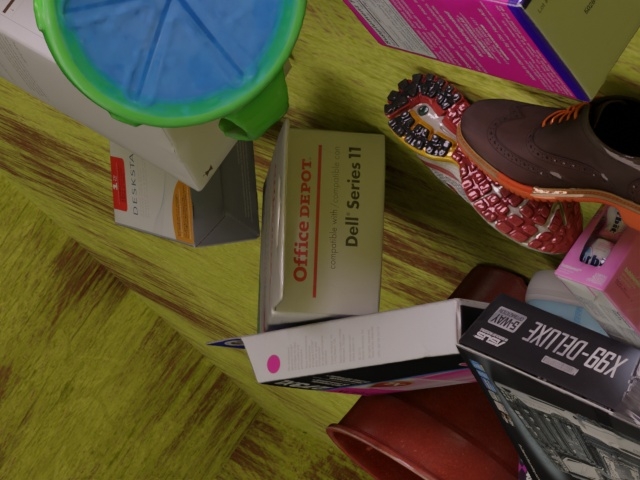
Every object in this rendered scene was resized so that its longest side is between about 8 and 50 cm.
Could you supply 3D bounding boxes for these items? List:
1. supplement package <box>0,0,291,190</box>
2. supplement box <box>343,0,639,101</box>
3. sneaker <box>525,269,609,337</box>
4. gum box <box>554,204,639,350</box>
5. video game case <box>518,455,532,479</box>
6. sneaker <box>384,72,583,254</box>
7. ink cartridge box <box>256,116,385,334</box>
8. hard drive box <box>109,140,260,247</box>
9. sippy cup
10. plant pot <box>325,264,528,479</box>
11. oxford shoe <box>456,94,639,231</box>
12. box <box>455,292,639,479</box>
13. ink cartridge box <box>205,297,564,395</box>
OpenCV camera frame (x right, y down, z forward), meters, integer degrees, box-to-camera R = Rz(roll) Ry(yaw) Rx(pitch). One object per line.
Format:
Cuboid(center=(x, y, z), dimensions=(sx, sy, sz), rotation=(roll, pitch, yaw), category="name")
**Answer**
Cuboid(center=(-0.206, -0.215, 1.873), dimensions=(0.293, 0.175, 0.177), rotation=(30, 166, 21), category="supplement package")
Cuboid(center=(0.113, -0.190, 1.267), dimensions=(0.220, 0.111, 0.114), rotation=(23, 164, 46), category="supplement box")
Cuboid(center=(0.349, 0.163, 1.889), dimensions=(0.366, 0.150, 0.135), rotation=(31, 166, 20), category="sneaker")
Cuboid(center=(0.299, 0.040, 1.651), dimensions=(0.062, 0.107, 0.188), rotation=(21, 161, 49), category="gum box")
Cuboid(center=(0.283, 0.244, 2.015), dimensions=(0.042, 0.232, 0.210), rotation=(3, -175, 36), category="video game case")
Cuboid(center=(0.160, -0.067, 1.683), dimensions=(0.225, 0.088, 0.093), rotation=(46, -179, 28), category="sneaker")
Cuboid(center=(0.000, 0.000, 2.019), dimensions=(0.119, 0.207, 0.353), rotation=(3, 170, -5), category="ink cartridge box")
Cuboid(center=(-0.169, -0.097, 2.204), dimensions=(0.089, 0.181, 0.232), rotation=(-9, -170, -28), category="hard drive box")
Cuboid(center=(-0.156, -0.231, 1.621), dimensions=(0.240, 0.305, 0.224), rotation=(-7, -164, -19), category="sippy cup")
Cuboid(center=(0.192, 0.191, 2.145), dimensions=(0.272, 0.265, 0.272), rotation=(34, 168, 8), category="plant pot")
Cuboid(center=(0.218, -0.085, 1.487), dimensions=(0.271, 0.097, 0.098), rotation=(19, 141, 39), category="oxford shoe")
Cuboid(center=(0.289, 0.206, 1.764), dimensions=(0.242, 0.076, 0.307), rotation=(24, 154, 44), category="box")
Cuboid(center=(0.064, 0.121, 1.956), dimensions=(0.371, 0.069, 0.176), rotation=(-9, 166, 44), category="ink cartridge box")
